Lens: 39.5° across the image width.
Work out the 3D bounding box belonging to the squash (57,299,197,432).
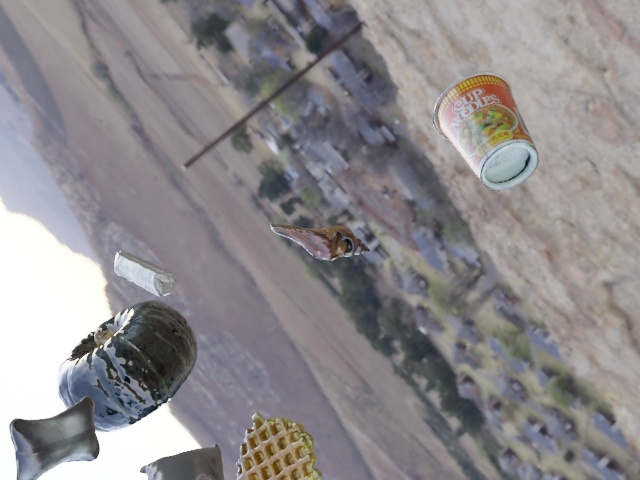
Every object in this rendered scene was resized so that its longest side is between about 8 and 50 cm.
[{"bbox_3d":[-0.332,0.218,1.531,0.165,0.252,0.252,56,169,-8],"label":"squash"}]

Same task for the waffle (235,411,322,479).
[{"bbox_3d":[-0.091,0.503,1.965,0.243,0.237,0.059,14,-172,39],"label":"waffle"}]

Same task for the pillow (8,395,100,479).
[{"bbox_3d":[-0.366,0.277,1.235,0.055,0.091,0.136,27,-157,33],"label":"pillow"}]

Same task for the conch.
[{"bbox_3d":[0.002,0.006,2.075,0.086,0.233,0.080,-153,65,-63],"label":"conch"}]

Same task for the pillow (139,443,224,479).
[{"bbox_3d":[-0.230,0.470,1.560,0.255,0.169,0.059,-113,13,-45],"label":"pillow"}]

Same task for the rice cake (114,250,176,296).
[{"bbox_3d":[-0.401,0.074,2.013,0.052,0.057,0.256,17,180,-36],"label":"rice cake"}]

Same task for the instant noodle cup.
[{"bbox_3d":[0.360,-0.219,1.883,0.193,0.193,0.212,59,-171,-47],"label":"instant noodle cup"}]
